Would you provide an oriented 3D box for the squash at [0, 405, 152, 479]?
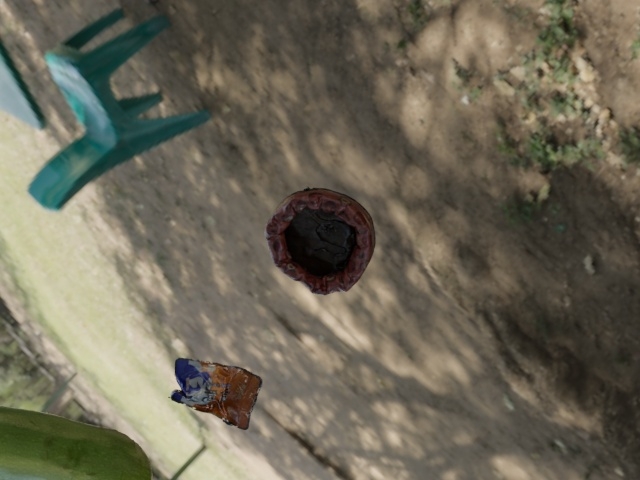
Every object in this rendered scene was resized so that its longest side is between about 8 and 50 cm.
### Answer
[{"bbox_3d":[-0.359,0.237,0.957,0.371,0.118,0.118,22,172,-28],"label":"squash"}]

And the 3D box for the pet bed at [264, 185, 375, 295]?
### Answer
[{"bbox_3d":[0.000,0.000,1.473,0.201,0.053,0.201,4,118,8],"label":"pet bed"}]

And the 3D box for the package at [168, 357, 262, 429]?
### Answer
[{"bbox_3d":[-0.128,0.183,1.046,0.111,0.077,0.033,15,-179,3],"label":"package"}]
